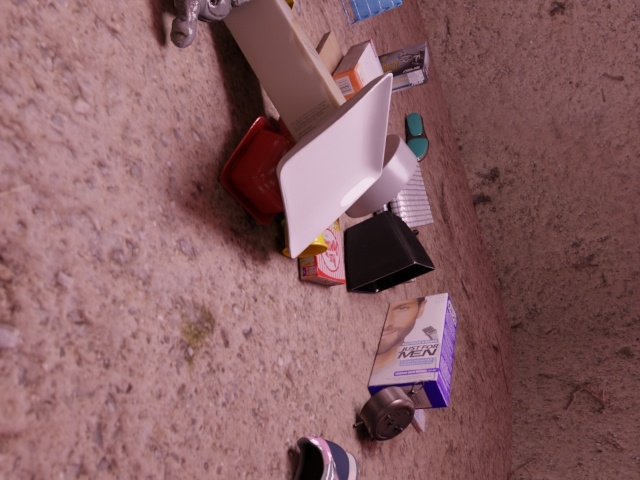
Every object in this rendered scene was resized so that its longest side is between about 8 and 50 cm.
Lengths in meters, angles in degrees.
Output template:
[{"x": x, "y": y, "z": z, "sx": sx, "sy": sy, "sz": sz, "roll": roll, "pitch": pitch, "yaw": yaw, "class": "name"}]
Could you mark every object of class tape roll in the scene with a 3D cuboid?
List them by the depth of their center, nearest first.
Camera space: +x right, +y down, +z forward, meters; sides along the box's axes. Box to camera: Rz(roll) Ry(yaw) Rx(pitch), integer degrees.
[{"x": 0.125, "y": -0.156, "z": 1.264, "sx": 0.072, "sy": 0.219, "sz": 0.219, "roll": 46, "pitch": 37, "yaw": -22, "class": "tape roll"}]

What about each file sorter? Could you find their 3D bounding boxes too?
[{"x": 0.165, "y": -0.806, "z": 1.740, "sx": 0.118, "sy": 0.170, "sz": 0.104, "roll": 66, "pitch": 32, "yaw": -23, "class": "file sorter"}]

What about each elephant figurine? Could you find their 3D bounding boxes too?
[{"x": -0.195, "y": -0.457, "z": 0.912, "sx": 0.169, "sy": 0.186, "sz": 0.239, "roll": -151, "pitch": -129, "yaw": -66, "class": "elephant figurine"}]

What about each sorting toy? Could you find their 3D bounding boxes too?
[{"x": 0.018, "y": -0.354, "z": 1.333, "sx": 0.257, "sy": 0.089, "sz": 0.255, "roll": 61, "pitch": 31, "yaw": -33, "class": "sorting toy"}]

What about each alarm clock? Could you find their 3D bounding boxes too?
[{"x": 0.176, "y": 0.400, "z": 1.239, "sx": 0.064, "sy": 0.192, "sz": 0.129, "roll": 41, "pitch": -6, "yaw": 49, "class": "alarm clock"}]

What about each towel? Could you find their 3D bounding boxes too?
[{"x": 0.250, "y": -0.147, "z": 1.689, "sx": 0.283, "sy": 0.121, "sz": 0.235, "roll": -13, "pitch": 89, "yaw": -63, "class": "towel"}]

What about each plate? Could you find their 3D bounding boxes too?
[{"x": 0.020, "y": -0.130, "z": 0.936, "sx": 0.278, "sy": 0.045, "sz": 0.277, "roll": -45, "pitch": 158, "yaw": -22, "class": "plate"}]

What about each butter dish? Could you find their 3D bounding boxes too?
[{"x": -0.077, "y": -0.122, "z": 0.965, "sx": 0.160, "sy": 0.118, "sz": 0.160, "roll": 48, "pitch": 64, "yaw": -42, "class": "butter dish"}]

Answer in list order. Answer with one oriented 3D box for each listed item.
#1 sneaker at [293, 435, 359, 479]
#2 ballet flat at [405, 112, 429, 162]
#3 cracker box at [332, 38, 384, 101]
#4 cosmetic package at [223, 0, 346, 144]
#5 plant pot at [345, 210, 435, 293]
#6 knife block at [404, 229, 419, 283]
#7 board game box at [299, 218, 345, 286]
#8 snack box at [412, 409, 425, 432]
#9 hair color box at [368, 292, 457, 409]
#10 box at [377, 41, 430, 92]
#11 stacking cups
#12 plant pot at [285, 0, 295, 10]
[{"x": -0.027, "y": 0.490, "z": 0.885, "sx": 0.131, "sy": 0.112, "sz": 0.319, "roll": 43, "pitch": 37, "yaw": -25, "class": "sneaker"}, {"x": 0.394, "y": -0.395, "z": 2.117, "sx": 0.096, "sy": 0.095, "sz": 0.280, "roll": 65, "pitch": 26, "yaw": -50, "class": "ballet flat"}, {"x": 0.110, "y": -0.406, "z": 1.361, "sx": 0.156, "sy": 0.067, "sz": 0.232, "roll": 64, "pitch": 30, "yaw": -29, "class": "cracker box"}, {"x": -0.050, "y": -0.325, "z": 1.030, "sx": 0.309, "sy": 0.113, "sz": 0.160, "roll": 60, "pitch": 15, "yaw": 2, "class": "cosmetic package"}, {"x": 0.168, "y": 0.028, "z": 1.383, "sx": 0.187, "sy": 0.188, "sz": 0.167, "roll": 14, "pitch": 55, "yaw": -62, "class": "plant pot"}, {"x": 0.240, "y": 0.005, "z": 1.631, "sx": 0.276, "sy": 0.088, "sz": 0.242, "roll": 54, "pitch": 34, "yaw": -40, "class": "knife block"}, {"x": 0.000, "y": 0.000, "z": 1.189, "sx": 0.147, "sy": 0.045, "sz": 0.194, "roll": 22, "pitch": 60, "yaw": -62, "class": "board game box"}, {"x": 0.276, "y": 0.499, "z": 1.561, "sx": 0.178, "sy": 0.022, "sz": 0.064, "roll": 59, "pitch": 32, "yaw": -34, "class": "snack box"}, {"x": 0.262, "y": 0.298, "z": 1.434, "sx": 0.110, "sy": 0.185, "sz": 0.339, "roll": 65, "pitch": 28, "yaw": -23, "class": "hair color box"}, {"x": 0.235, "y": -0.546, "z": 1.692, "sx": 0.183, "sy": 0.231, "sz": 0.056, "roll": -75, "pitch": 147, "yaw": -42, "class": "box"}, {"x": -0.049, "y": -0.128, "z": 1.101, "sx": 0.096, "sy": 0.096, "sz": 0.316, "roll": 20, "pitch": 59, "yaw": -60, "class": "stacking cups"}, {"x": -0.116, "y": -0.515, "z": 1.136, "sx": 0.081, "sy": 0.083, "sz": 0.081, "roll": 52, "pitch": 35, "yaw": -42, "class": "plant pot"}]
